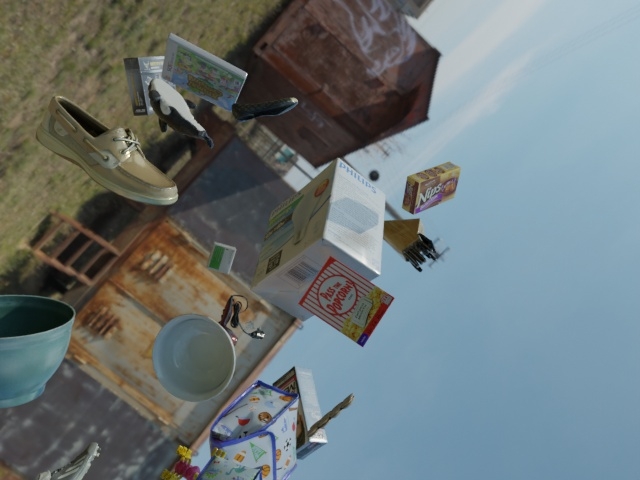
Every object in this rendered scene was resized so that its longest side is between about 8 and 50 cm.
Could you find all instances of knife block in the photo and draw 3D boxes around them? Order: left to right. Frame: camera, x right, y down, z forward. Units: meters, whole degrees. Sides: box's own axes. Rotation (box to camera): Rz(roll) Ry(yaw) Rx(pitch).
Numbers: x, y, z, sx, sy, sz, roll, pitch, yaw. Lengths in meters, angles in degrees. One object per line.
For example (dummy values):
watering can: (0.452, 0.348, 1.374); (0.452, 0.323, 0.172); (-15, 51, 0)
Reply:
knife block: (0.347, 0.027, 2.294); (0.276, 0.088, 0.242); (-2, -130, 27)

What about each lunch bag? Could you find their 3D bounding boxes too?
lunch bag: (-0.212, 0.555, 1.183); (0.129, 0.096, 0.151); (9, -149, 22)
lunch bag: (-0.237, 0.731, 1.903); (0.385, 0.239, 0.327); (-25, 120, -59)

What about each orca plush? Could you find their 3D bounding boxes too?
orca plush: (-0.430, -0.358, 1.638); (0.102, 0.287, 0.151); (-55, 169, 28)

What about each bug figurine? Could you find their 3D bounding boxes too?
bug figurine: (-0.323, 0.621, 1.308); (0.216, 0.072, 0.279); (11, -124, 42)

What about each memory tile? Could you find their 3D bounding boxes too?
memory tile: (0.028, 0.445, 1.402); (0.148, 0.012, 0.113); (-39, 172, -1)

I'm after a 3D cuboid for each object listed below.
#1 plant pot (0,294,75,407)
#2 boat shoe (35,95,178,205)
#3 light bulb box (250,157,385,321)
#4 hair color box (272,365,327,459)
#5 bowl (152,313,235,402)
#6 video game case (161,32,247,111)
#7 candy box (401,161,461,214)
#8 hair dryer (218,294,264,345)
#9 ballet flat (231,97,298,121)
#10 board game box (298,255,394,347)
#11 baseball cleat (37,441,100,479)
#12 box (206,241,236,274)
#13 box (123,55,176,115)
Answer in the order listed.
plant pot: (-0.733, 0.263, 1.280); (0.293, 0.293, 0.196); (-114, -150, -78)
boat shoe: (-0.400, -0.171, 1.058); (0.098, 0.302, 0.109); (-60, 176, 20)
light bulb box: (0.000, 0.000, 1.731); (0.358, 0.225, 0.361); (-36, -150, 36)
hair color box: (-0.103, 0.801, 2.573); (0.185, 0.114, 0.374); (-44, -137, 29)
bowl: (-0.417, 0.394, 1.903); (0.298, 0.298, 0.134); (-48, 173, 6)
video game case: (-0.314, -0.439, 1.466); (0.193, 0.212, 0.023); (-35, -147, 65)
candy box: (0.328, -0.156, 1.626); (0.187, 0.053, 0.109); (-22, 133, -34)
hair dryer: (-0.380, 0.328, 2.160); (0.294, 0.223, 0.080); (-1, 136, -44)
ballet flat: (-0.138, -0.340, 1.388); (0.173, 0.049, 0.057); (-16, 168, -19)
board game box: (0.064, 0.152, 1.376); (0.146, 0.193, 0.045); (-57, 174, -6)
baseball cleat: (-0.665, 0.603, 1.436); (0.072, 0.109, 0.206); (-56, -169, 33)
box: (-0.370, 0.065, 2.053); (0.102, 0.087, 0.101); (-163, -90, -78)
box: (-0.568, -0.527, 1.865); (0.056, 0.183, 0.231); (-1, -160, 13)
